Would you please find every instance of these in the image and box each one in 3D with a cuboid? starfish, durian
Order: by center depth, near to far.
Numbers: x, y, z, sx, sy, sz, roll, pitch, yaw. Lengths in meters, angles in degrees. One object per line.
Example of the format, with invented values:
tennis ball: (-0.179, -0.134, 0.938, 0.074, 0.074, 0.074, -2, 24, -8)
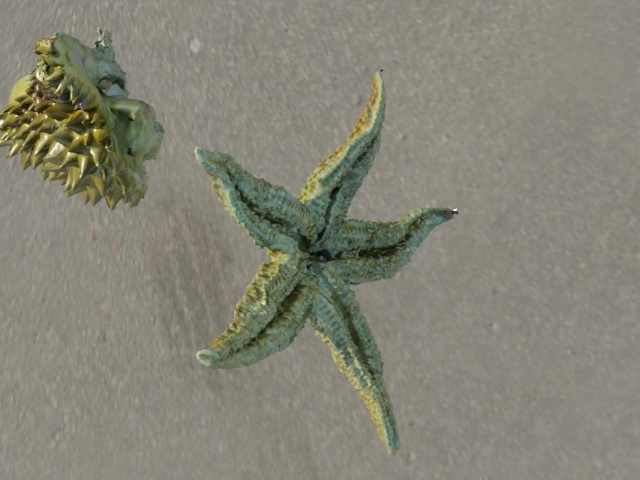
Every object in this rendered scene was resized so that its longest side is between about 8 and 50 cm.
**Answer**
starfish: (-0.003, -0.001, 1.062, 0.358, 0.078, 0.347, 46, 56, -39)
durian: (-0.225, -0.124, 1.188, 0.172, 0.306, 0.166, 31, 90, 1)
